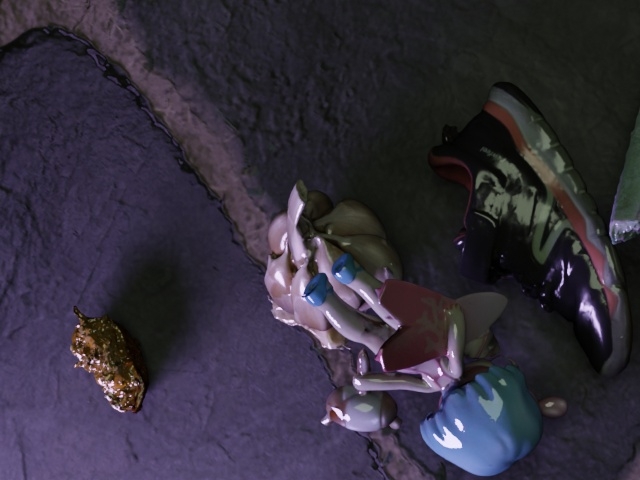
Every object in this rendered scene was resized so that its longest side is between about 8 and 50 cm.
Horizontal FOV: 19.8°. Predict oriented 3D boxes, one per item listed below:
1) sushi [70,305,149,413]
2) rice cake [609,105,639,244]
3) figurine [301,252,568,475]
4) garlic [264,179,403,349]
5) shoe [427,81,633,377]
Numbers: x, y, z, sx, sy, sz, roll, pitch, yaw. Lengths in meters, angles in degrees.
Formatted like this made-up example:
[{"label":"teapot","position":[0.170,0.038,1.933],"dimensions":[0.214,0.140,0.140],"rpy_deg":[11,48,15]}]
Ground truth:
[{"label":"sushi","position":[-0.202,0.113,1.751],"dimensions":[0.118,0.060,0.061],"rpy_deg":[43,94,14]},{"label":"rice cake","position":[0.294,-0.074,1.668],"dimensions":[0.033,0.033,0.207],"rpy_deg":[5,46,19]},{"label":"figurine","position":[0.081,0.126,1.643],"dimensions":[0.260,0.103,0.205],"rpy_deg":[41,110,-18]},{"label":"garlic","position":[0.000,0.000,1.682],"dimensions":[0.127,0.194,0.131],"rpy_deg":[-39,51,-13]},{"label":"shoe","position":[0.190,0.000,1.682],"dimensions":[0.137,0.114,0.291],"rpy_deg":[-27,77,2]}]
